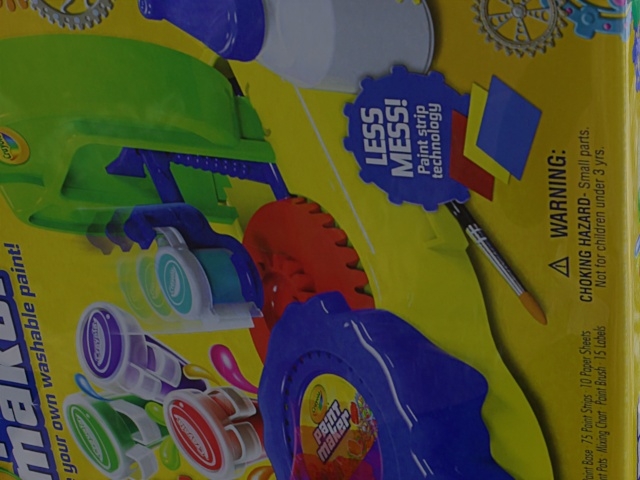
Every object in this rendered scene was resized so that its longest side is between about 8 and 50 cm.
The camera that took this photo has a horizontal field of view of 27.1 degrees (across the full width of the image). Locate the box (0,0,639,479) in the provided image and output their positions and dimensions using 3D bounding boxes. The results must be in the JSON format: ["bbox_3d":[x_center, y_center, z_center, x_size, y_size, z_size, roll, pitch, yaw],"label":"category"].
[{"bbox_3d":[0.000,0.000,0.514,0.279,0.290,0.177,6,31,24],"label":"box"}]
